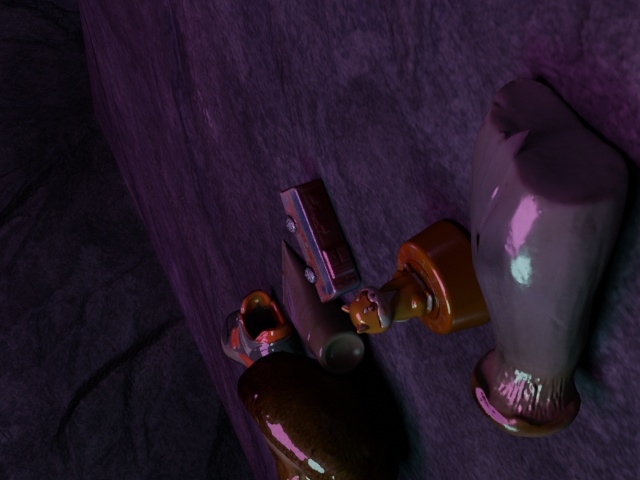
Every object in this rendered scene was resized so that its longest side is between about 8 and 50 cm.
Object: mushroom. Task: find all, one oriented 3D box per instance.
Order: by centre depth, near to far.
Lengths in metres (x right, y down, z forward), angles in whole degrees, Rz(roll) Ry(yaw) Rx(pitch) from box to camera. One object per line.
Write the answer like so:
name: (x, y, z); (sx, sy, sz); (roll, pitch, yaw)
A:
mushroom: (0.195, 0.034, 0.781); (0.159, 0.122, 0.328); (-76, -16, -50)
mushroom: (-0.006, 0.326, 1.490); (0.345, 0.239, 0.345); (28, 140, 27)

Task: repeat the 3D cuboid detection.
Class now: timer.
timer: (0.100, 0.063, 0.988); (0.132, 0.152, 0.132); (56, 158, 35)

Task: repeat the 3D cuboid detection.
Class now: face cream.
face cream: (-0.019, 0.122, 1.554); (0.341, 0.084, 0.137); (-132, 37, -61)

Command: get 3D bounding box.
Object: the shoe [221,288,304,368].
shoe: (-0.148, 0.185, 1.931); (0.336, 0.132, 0.171); (29, 133, 61)

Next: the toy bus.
toy bus: (0.000, 0.000, 1.364); (0.077, 0.065, 0.192); (-21, 91, 65)
